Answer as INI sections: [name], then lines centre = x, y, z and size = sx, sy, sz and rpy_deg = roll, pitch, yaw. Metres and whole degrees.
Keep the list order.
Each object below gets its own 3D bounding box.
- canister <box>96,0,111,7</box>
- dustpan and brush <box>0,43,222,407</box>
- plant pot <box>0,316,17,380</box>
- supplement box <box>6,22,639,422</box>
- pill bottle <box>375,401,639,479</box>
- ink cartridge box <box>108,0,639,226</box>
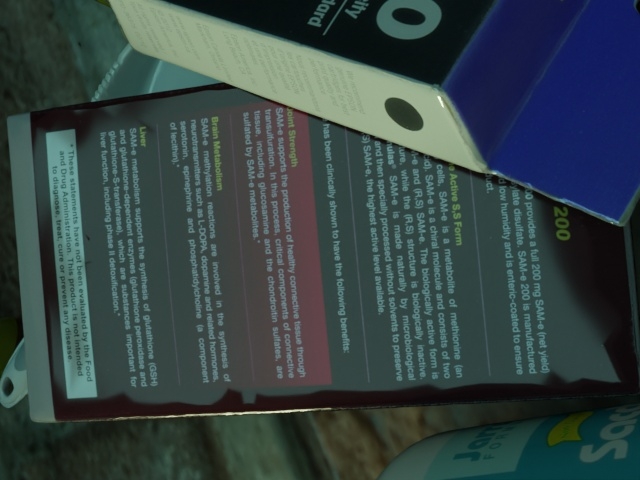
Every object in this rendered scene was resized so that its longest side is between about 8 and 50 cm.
[canister]
centre = -0.113, -0.183, 0.480
size = 0.170, 0.073, 0.126
rpy_deg = 28, 117, 23
[dustpan and brush]
centre = -0.091, 0.002, 0.494
size = 0.147, 0.060, 0.211
rpy_deg = 44, 111, 23
[plant pot]
centre = -0.322, 0.049, 0.546
size = 0.227, 0.228, 0.207
rpy_deg = -35, 81, 26
[supplement box]
centre = 0.000, 0.000, 0.403
size = 0.239, 0.073, 0.130
rpy_deg = -5, 89, 17
[pill bottle]
centre = 0.107, 0.126, 0.326
size = 0.264, 0.146, 0.146
rpy_deg = -16, 83, 32
[ink cartridge box]
centre = 0.056, -0.129, 0.360
size = 0.208, 0.045, 0.206
rpy_deg = 24, 71, 28
